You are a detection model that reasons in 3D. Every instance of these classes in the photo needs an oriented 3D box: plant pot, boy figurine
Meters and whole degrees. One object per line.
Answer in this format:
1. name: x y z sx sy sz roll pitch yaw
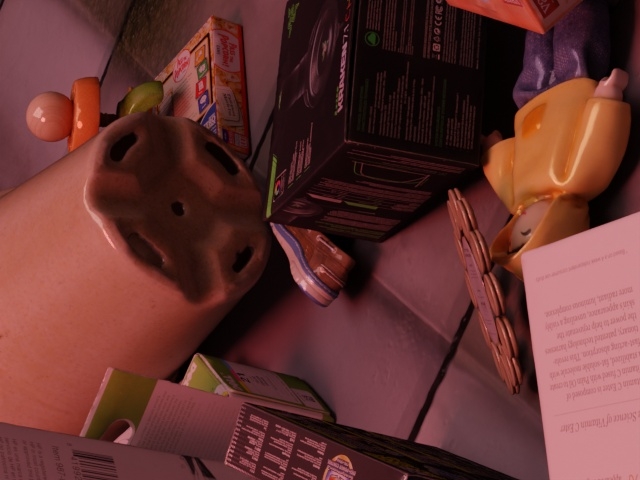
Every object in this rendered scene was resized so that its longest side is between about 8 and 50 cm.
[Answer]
1. plant pot: -0.222 0.029 1.976 0.305 0.333 0.334 -37 46 44
2. boy figurine: 0.193 -0.086 1.587 0.177 0.092 0.285 -16 59 52

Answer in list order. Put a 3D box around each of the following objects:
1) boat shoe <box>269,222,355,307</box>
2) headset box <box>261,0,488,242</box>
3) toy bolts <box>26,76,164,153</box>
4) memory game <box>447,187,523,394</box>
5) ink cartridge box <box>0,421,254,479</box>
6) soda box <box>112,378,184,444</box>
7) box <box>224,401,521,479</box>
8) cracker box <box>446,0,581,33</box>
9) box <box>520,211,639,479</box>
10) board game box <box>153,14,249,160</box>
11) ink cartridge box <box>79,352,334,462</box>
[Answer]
1. boat shoe: 0.000 0.000 1.897 0.066 0.066 0.183 -43 33 11
2. headset box: 0.049 -0.152 1.759 0.283 0.131 0.246 140 138 -67
3. toy bolts: -0.285 -0.089 2.255 0.218 0.158 0.229 -144 57 -76
4. memory game: 0.141 0.043 1.574 0.186 0.012 0.186 163 90 -89
5. ink cartridge box: -0.149 0.340 1.647 0.166 0.395 0.285 -57 34 30
6. soda box: -0.171 0.230 1.939 0.216 0.074 0.069 -42 24 -20
7. box: 0.078 0.206 1.511 0.270 0.216 0.060 14 88 59
8. cracker box: 0.214 -0.281 1.557 0.232 0.067 0.155 -42 30 -11
9. box: 0.269 0.154 1.166 0.215 0.168 0.345 156 110 -63
10. board game box: -0.145 -0.150 2.213 0.147 0.045 0.193 -41 44 43
11. ink cartridge box: -0.142 0.210 1.830 0.189 0.255 0.097 -66 31 13
